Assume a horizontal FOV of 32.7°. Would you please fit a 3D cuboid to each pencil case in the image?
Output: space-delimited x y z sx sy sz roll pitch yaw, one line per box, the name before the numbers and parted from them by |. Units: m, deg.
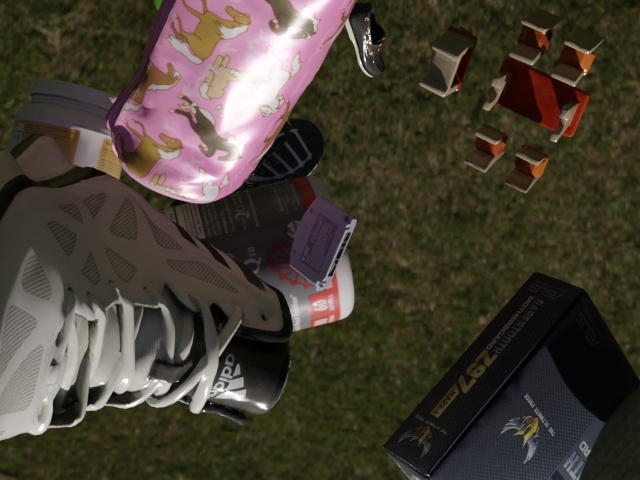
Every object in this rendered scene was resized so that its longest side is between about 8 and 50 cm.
pencil case | -0.076 -0.200 1.013 0.167 0.160 0.386 38 133 6

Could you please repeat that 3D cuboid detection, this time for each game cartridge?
game cartridge | 0.000 0.000 1.103 0.056 0.017 0.083 35 114 26

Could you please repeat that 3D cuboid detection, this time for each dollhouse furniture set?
dollhouse furniture set | 0.307 -0.256 1.776 0.259 0.135 0.262 29 124 16

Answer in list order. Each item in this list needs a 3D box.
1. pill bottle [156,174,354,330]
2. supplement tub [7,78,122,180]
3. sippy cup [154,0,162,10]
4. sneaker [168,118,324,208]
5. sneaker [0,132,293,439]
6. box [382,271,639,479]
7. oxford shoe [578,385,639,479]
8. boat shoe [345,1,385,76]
pill bottle | -0.151 0.048 1.509 0.362 0.210 0.210 -14 135 -7
supplement tub | -0.325 -0.091 1.379 0.144 0.200 0.144 13 176 1
sippy cup | -0.114 -0.408 1.734 0.305 0.240 0.224 17 147 -27
sneaker | -0.128 -0.102 1.787 0.300 0.121 0.111 -33 100 -8
sneaker | -0.130 0.053 0.735 0.257 0.447 0.169 25 103 -9
box | 0.176 0.168 0.845 0.059 0.183 0.233 24 156 55
oxford shoe | 0.253 0.258 0.674 0.169 0.449 0.130 -34 117 29
boat shoe | 0.069 -0.277 1.513 0.042 0.049 0.133 -3 144 18
